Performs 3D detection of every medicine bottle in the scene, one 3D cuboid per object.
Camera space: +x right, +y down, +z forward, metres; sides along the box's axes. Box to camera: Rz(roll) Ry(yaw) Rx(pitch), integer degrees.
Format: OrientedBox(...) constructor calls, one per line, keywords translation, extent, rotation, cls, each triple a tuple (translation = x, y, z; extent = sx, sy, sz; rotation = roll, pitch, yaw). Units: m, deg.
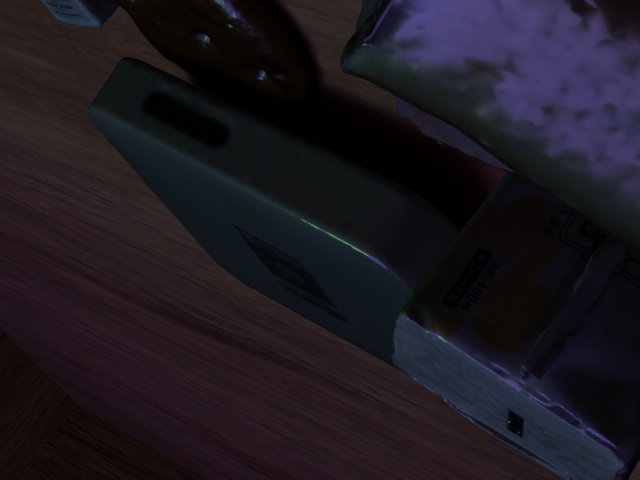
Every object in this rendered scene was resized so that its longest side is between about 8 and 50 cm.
OrientedBox(translation=(-0.226, -0.242, 1.337), extent=(0.074, 0.055, 0.118), rotation=(20, 155, 48), cls="medicine bottle")

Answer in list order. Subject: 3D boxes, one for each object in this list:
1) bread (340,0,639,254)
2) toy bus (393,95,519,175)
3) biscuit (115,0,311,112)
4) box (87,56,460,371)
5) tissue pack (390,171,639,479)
OrientedBox(translation=(0.218, -0.111, 0.553), extent=(0.341, 0.210, 0.300), rotation=(30, 135, -1), cls="bread")
OrientedBox(translation=(0.168, -0.094, 0.808), extent=(0.303, 0.147, 0.127), rotation=(22, 151, 38), cls="toy bus")
OrientedBox(translation=(-0.096, -0.176, 1.281), extent=(0.212, 0.036, 0.212), rotation=(34, 163, 12), cls="biscuit")
OrientedBox(translation=(0.000, 0.000, 1.415), extent=(0.367, 0.090, 0.373), rotation=(29, 168, 29), cls="box")
OrientedBox(translation=(0.167, 0.003, 0.899), extent=(0.159, 0.229, 0.145), rotation=(33, 161, 17), cls="tissue pack")
